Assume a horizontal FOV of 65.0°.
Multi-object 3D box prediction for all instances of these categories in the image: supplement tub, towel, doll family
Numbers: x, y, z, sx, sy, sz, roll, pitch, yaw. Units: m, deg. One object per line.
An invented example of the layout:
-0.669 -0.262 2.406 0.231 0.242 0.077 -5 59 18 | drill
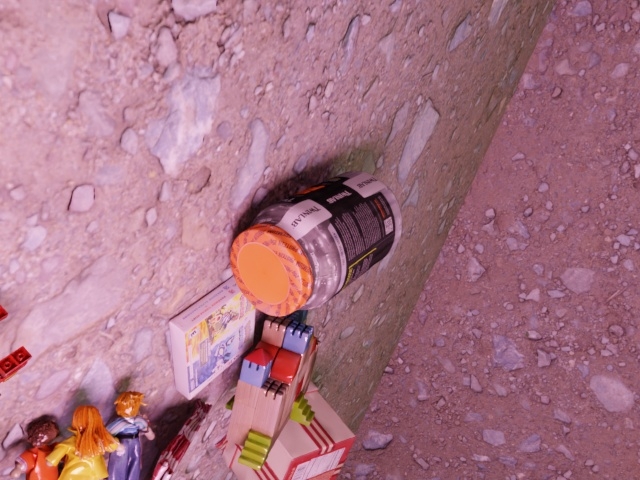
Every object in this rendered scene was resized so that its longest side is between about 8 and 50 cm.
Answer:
0.000 0.000 0.977 0.338 0.207 0.207 -31 143 -49 | supplement tub
-0.303 0.451 0.937 0.237 0.037 0.329 -61 -179 -1 | towel
-0.324 0.320 0.769 0.263 0.118 0.163 22 66 -66 | doll family

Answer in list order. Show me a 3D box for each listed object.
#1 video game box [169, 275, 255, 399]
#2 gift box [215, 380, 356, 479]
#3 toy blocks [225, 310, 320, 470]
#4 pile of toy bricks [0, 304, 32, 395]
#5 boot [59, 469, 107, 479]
-0.203 0.184 0.981 0.187 0.048 0.205 -40 150 -43 | video game box
-0.106 0.520 1.310 0.276 0.258 0.255 9 113 -44 | gift box
-0.086 0.277 1.132 0.381 0.190 0.261 -37 142 -71 | toy blocks
-0.408 0.155 0.497 0.105 0.118 0.212 -37 -176 39 | pile of toy bricks
-0.417 0.488 0.842 0.207 0.090 0.248 -54 152 -10 | boot
